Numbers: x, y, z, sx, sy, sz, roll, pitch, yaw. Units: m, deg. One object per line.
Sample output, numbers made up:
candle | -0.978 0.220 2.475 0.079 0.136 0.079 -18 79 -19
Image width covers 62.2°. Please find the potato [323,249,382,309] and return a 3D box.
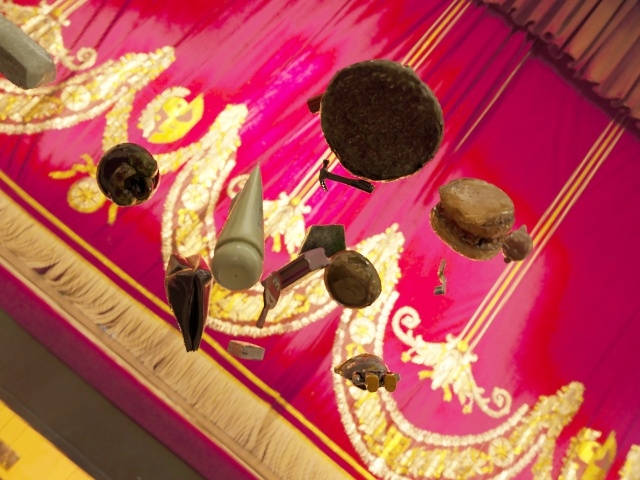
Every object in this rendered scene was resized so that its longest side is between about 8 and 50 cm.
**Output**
potato | 0.102 0.129 1.722 0.235 0.160 0.178 21 -51 46

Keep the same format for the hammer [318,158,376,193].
hammer | 0.107 -0.246 2.239 0.289 0.137 0.037 23 17 36

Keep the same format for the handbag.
handbag | -0.455 0.205 1.817 0.342 0.152 0.288 -150 -121 -69

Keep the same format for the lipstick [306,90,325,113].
lipstick | 0.068 -0.616 2.238 0.279 0.073 0.073 -18 -52 30

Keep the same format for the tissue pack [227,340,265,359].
tissue pack | -0.184 0.268 1.299 0.063 0.035 0.083 14 -6 -35

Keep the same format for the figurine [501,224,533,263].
figurine | 0.741 0.019 2.006 0.125 0.138 0.125 40 -31 31

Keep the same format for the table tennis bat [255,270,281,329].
table tennis bat | -0.129 0.148 1.325 0.019 0.155 0.098 7 -31 19

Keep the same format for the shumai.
shumai | 0.202 -0.389 1.714 0.395 0.395 0.348 39 18 1

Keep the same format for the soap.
soap | -0.078 0.100 1.642 0.203 0.122 0.066 -33 -99 32

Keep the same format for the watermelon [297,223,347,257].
watermelon | 0.000 0.000 2.090 0.257 0.192 0.140 -89 172 -85

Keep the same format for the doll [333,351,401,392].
doll | 0.128 0.370 1.475 0.316 0.145 0.103 156 -89 -81

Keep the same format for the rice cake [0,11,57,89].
rice cake | -0.527 -0.328 0.871 0.206 0.069 0.063 42 -46 4

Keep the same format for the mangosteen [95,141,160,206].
mangosteen | -0.653 -0.222 1.811 0.243 0.243 0.243 36 -17 13

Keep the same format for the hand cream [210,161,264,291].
hand cream | -0.145 -0.025 1.032 0.093 0.306 0.147 13 -57 -8

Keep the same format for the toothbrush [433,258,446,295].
toothbrush | 0.343 0.100 1.488 0.030 0.030 0.304 38 21 4

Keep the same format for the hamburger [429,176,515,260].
hamburger | 0.447 -0.065 1.577 0.244 0.244 0.163 33 -44 20
